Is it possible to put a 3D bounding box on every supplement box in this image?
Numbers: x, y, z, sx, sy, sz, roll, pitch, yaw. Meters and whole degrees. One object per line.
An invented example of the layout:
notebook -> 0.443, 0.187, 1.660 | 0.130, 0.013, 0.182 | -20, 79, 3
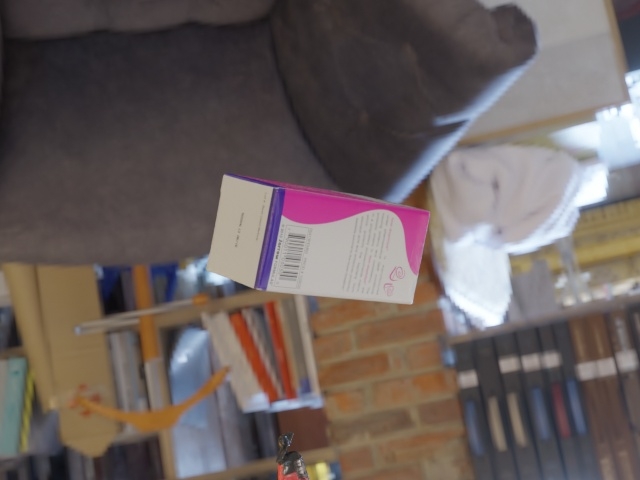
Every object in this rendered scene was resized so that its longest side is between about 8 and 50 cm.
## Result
supplement box -> 0.000, 0.000, 1.341 | 0.220, 0.111, 0.114 | 8, -175, -37

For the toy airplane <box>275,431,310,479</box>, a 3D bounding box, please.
toy airplane -> -0.001, 0.175, 0.648 | 0.028, 0.151, 0.151 | -13, 166, 0
